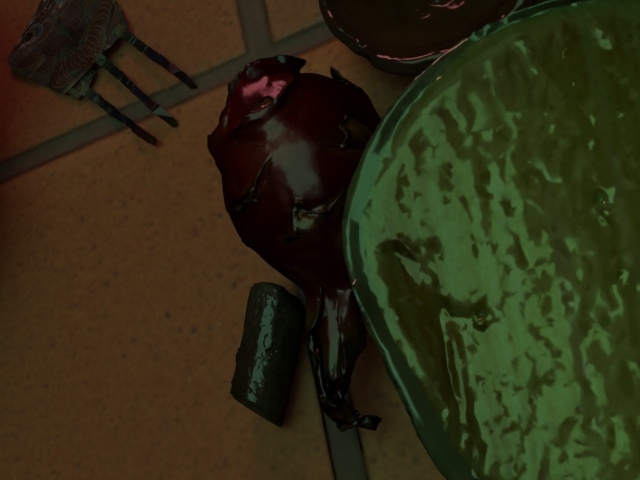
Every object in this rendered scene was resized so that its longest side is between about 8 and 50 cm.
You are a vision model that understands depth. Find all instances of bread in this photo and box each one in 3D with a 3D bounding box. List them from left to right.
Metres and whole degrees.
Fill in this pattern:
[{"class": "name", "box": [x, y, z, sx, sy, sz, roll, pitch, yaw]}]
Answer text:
[{"class": "bread", "box": [0.161, 0.007, 0.419, 0.301, 0.045, 0.301, -2, 82, 11]}]

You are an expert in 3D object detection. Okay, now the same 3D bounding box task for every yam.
[{"class": "yam", "box": [-0.037, 0.078, 0.544, 0.043, 0.043, 0.094, 7, 78, 27]}]

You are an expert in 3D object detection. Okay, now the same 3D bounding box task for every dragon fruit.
[{"class": "dragon fruit", "box": [0.000, 0.000, 0.509, 0.125, 0.125, 0.246, -8, 77, 2]}]

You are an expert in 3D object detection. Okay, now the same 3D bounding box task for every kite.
[{"class": "kite", "box": [-0.194, -0.167, 0.700, 0.229, 0.016, 0.127, 36, 96, 29]}]

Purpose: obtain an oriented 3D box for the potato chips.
[{"class": "potato chips", "box": [0.091, -0.206, 0.549, 0.195, 0.062, 0.208, -6, 74, 27]}]
